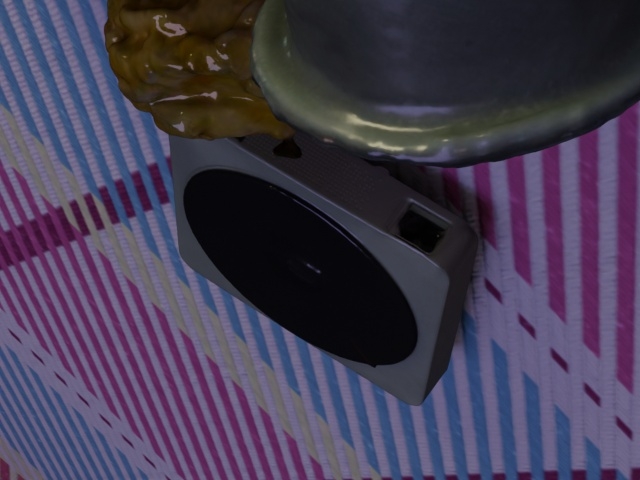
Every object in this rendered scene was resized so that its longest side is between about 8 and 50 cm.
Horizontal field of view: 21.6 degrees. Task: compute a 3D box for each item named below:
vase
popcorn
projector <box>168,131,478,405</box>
[{"bbox_3d":[0.046,-0.218,0.792,0.245,0.245,0.291,18,142,36],"label":"vase"},{"bbox_3d":[-0.062,-0.136,1.154,0.180,0.180,0.170,-5,92,56],"label":"popcorn"},{"bbox_3d":[0.000,0.000,1.360,0.257,0.079,0.259,32,154,14],"label":"projector"}]
